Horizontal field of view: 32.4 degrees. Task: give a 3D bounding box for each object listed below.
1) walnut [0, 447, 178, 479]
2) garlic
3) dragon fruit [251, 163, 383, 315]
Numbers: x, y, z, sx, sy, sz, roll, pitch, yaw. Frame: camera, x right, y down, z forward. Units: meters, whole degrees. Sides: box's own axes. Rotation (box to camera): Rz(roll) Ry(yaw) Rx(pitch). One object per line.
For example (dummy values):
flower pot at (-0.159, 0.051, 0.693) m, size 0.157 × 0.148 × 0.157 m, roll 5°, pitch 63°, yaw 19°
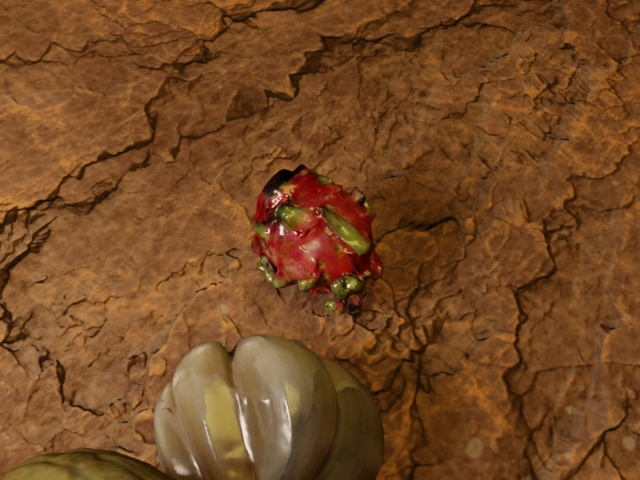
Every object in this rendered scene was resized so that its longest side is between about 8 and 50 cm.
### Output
walnut at (-0.203, 0.317, 1.033) m, size 0.283 × 0.283 × 0.227 m, roll 12°, pitch 84°, yaw 5°
garlic at (-0.062, 0.214, 1.234) m, size 0.237 × 0.210 × 0.292 m, roll -19°, pitch 49°, yaw 22°
dragon fruit at (0.000, 0.000, 1.401) m, size 0.172 × 0.160 × 0.166 m, roll 34°, pitch 12°, yaw 18°
